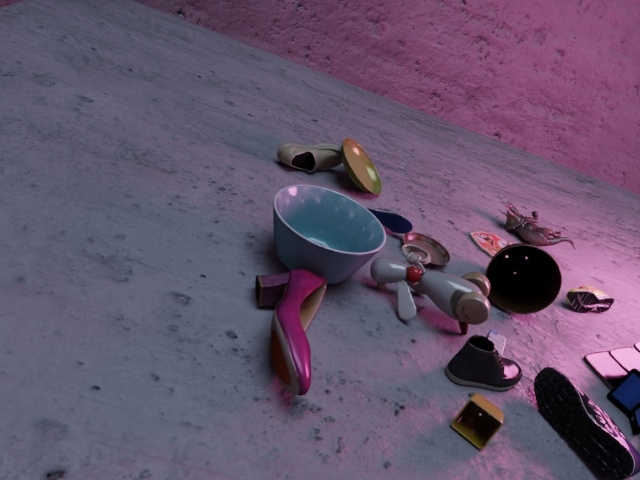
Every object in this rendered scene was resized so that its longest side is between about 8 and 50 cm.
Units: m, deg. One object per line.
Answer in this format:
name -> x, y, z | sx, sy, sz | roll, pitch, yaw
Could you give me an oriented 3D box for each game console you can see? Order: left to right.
game console -> 0.807, 0.413, 1.334 | 0.071, 0.122, 0.107 | 26, 32, 7

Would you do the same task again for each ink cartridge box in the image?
ink cartridge box -> 0.466, 0.281, 1.400 | 0.048, 0.028, 0.083 | 31, 31, 13

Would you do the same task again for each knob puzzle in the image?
knob puzzle -> 0.647, 0.012, 1.932 | 0.213, 0.030, 0.213 | 17, 32, -11

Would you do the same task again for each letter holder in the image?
letter holder -> 0.952, 0.354, 1.497 | 0.301, 0.152, 0.214 | 5, 34, -27

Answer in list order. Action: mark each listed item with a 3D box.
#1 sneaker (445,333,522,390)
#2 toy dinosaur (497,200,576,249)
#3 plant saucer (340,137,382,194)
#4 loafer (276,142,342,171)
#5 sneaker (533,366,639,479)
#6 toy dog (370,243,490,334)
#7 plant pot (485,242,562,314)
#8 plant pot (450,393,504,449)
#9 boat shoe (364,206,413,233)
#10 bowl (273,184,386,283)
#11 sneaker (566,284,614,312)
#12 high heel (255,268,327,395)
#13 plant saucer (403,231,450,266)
sneaker -> 0.423, 0.295, 1.262 | 0.222, 0.118, 0.083 | 7, 35, -25
toy dinosaur -> 0.856, -0.030, 2.086 | 0.160, 0.121, 0.313 | -21, 56, -35
plant saucer -> 0.145, -0.268, 1.933 | 0.241, 0.037, 0.241 | 41, 31, -33
loafer -> -0.025, -0.295, 1.897 | 0.268, 0.102, 0.092 | -4, 42, -26
sneaker -> 0.629, 0.430, 1.238 | 0.124, 0.107, 0.283 | 15, 32, -42
toy dog -> 0.302, 0.155, 1.413 | 0.333, 0.161, 0.220 | 26, 31, 35
plant pot -> 0.632, 0.096, 1.654 | 0.215, 0.215, 0.230 | 29, 18, 9
plant pot -> 0.345, 0.380, 1.124 | 0.081, 0.082, 0.083 | 36, 23, 20
boat shoe -> 0.226, -0.077, 1.739 | 0.183, 0.066, 0.066 | 21, 21, 12
bowl -> 0.000, 0.000, 1.391 | 0.311, 0.163, 0.312 | 18, 32, -11
sneaker -> 0.907, 0.194, 1.792 | 0.208, 0.082, 0.094 | 13, 25, -29
high heel -> -0.025, 0.178, 1.127 | 0.181, 0.127, 0.377 | -1, 34, -17
plant saucer -> 0.340, 0.033, 1.697 | 0.168, 0.029, 0.168 | 18, 31, -11
